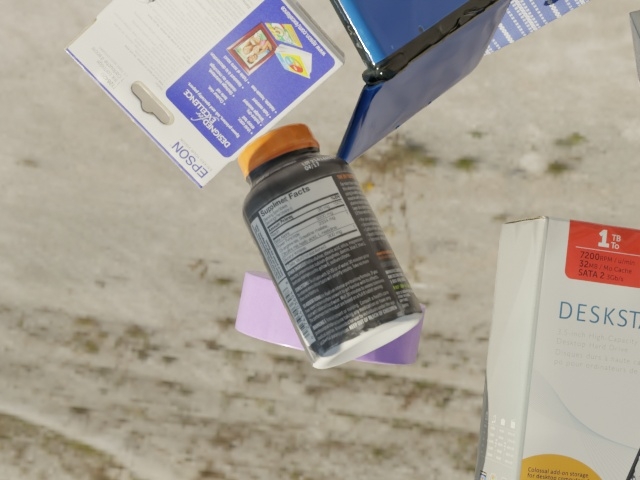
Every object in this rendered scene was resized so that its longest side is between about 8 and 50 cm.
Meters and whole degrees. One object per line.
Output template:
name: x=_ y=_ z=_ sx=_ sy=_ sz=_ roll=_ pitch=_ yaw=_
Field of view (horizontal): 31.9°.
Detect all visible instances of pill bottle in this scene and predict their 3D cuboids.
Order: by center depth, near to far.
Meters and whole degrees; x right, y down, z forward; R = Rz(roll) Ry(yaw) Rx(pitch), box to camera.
pill bottle: x=0.000 y=0.000 z=1.180 sx=0.130 sy=0.246 sz=0.130 roll=-24 pitch=166 yaw=-6

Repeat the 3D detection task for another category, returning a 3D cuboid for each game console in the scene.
game console: x=0.094 y=-0.267 z=1.291 sx=0.293 sy=0.250 sz=0.173 roll=-39 pitch=-166 yaw=-34

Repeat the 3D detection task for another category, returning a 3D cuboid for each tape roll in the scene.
tape roll: x=0.015 y=0.114 z=1.672 sx=0.274 sy=0.090 sz=0.275 roll=11 pitch=-178 yaw=0

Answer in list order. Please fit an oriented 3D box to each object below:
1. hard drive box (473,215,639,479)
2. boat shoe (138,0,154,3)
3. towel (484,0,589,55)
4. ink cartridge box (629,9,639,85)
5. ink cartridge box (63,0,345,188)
hard drive box: x=0.229 y=0.108 z=0.890 sx=0.181 sy=0.232 sz=0.089 roll=7 pitch=175 yaw=-11
boat shoe: x=-0.184 y=-0.411 z=1.450 sx=0.075 sy=0.226 sz=0.083 roll=10 pitch=-154 yaw=-17
towel: x=0.284 y=-0.382 z=1.447 sx=0.336 sy=0.040 sz=0.243 roll=-27 pitch=138 yaw=22
ink cartridge box: x=0.442 y=-0.182 z=1.288 sx=0.127 sy=0.176 sz=0.128 roll=-15 pitch=140 yaw=11
ink cartridge box: x=-0.173 y=-0.289 z=1.704 sx=0.303 sy=0.307 sz=0.072 roll=47 pitch=-163 yaw=-15
